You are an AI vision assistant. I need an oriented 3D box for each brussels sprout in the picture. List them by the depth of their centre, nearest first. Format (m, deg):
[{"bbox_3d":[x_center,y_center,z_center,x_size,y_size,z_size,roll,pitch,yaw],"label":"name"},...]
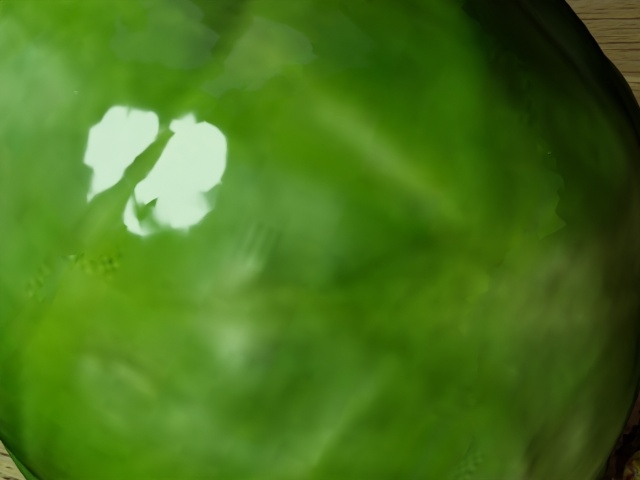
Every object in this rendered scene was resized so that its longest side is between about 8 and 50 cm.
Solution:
[{"bbox_3d":[0.001,0.006,0.657,0.289,0.281,0.355,25,10,31],"label":"brussels sprout"}]

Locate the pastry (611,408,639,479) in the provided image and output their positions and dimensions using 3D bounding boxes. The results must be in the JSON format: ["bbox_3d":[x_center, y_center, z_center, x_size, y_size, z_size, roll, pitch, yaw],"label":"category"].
[{"bbox_3d":[0.163,0.085,0.641,0.087,0.063,0.169,-4,24,24],"label":"pastry"}]
